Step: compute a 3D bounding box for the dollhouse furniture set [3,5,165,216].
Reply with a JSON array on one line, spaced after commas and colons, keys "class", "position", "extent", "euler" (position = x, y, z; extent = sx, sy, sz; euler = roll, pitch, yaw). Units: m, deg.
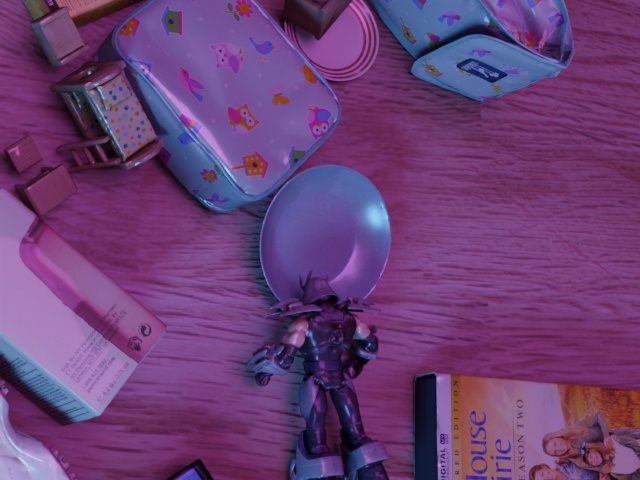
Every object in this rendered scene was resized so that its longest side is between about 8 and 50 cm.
[{"class": "dollhouse furniture set", "position": [-0.291, -0.145, 1.347], "extent": [0.161, 0.101, 0.182], "euler": [-39, 117, -28]}]

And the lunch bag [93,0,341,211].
[{"class": "lunch bag", "position": [-0.118, -0.185, 1.474], "extent": [0.279, 0.108, 0.224], "euler": [49, 57, -11]}]

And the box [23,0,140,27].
[{"class": "box", "position": [-0.250, -0.330, 1.469], "extent": [0.232, 0.058, 0.087], "euler": [-32, 93, -29]}]

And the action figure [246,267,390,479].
[{"class": "action figure", "position": [0.004, 0.174, 1.455], "extent": [0.185, 0.099, 0.285], "euler": [-3, 81, -29]}]

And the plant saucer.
[{"class": "plant saucer", "position": [0.000, 0.000, 1.512], "extent": [0.195, 0.037, 0.195], "euler": [-5, 99, -32]}]

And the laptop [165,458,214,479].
[{"class": "laptop", "position": [-0.174, 0.387, 1.257], "extent": [0.234, 0.136, 0.264], "euler": [54, 21, 12]}]

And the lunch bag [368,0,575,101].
[{"class": "lunch bag", "position": [0.202, -0.309, 1.601], "extent": [0.160, 0.223, 0.262], "euler": [-38, 98, -23]}]

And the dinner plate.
[{"class": "dinner plate", "position": [0.013, -0.279, 1.615], "extent": [0.141, 0.017, 0.141], "euler": [7, 74, -26]}]

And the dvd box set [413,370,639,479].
[{"class": "dvd box set", "position": [0.316, 0.340, 1.599], "extent": [0.420, 0.062, 0.307], "euler": [9, 74, -25]}]

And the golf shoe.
[{"class": "golf shoe", "position": [-0.376, 0.206, 1.249], "extent": [0.140, 0.115, 0.306], "euler": [-39, 97, -24]}]

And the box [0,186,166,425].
[{"class": "box", "position": [-0.306, 0.076, 1.293], "extent": [0.232, 0.148, 0.127], "euler": [43, 63, -13]}]

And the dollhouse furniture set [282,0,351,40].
[{"class": "dollhouse furniture set", "position": [-0.024, -0.377, 1.551], "extent": [0.151, 0.144, 0.123], "euler": [31, 59, 10]}]
